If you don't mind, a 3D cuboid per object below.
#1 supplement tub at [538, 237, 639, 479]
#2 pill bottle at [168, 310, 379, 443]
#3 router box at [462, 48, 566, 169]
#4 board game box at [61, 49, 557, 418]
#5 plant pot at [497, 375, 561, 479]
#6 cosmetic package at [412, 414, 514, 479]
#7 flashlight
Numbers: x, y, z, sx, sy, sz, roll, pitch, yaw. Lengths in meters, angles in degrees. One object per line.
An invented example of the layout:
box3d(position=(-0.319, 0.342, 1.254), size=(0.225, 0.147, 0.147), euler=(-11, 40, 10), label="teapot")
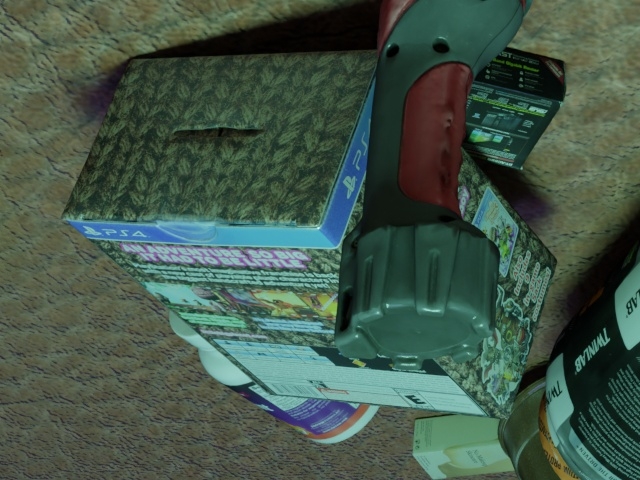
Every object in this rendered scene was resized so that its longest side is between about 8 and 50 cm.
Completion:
box3d(position=(0.299, 0.091, 1.461), size=(0.193, 0.193, 0.316), euler=(14, 146, -11), label="supplement tub")
box3d(position=(-0.038, 0.091, 1.599), size=(0.108, 0.108, 0.193), euler=(-19, 139, 35), label="pill bottle")
box3d(position=(0.105, -0.102, 1.336), size=(0.122, 0.038, 0.092), euler=(13, 147, -10), label="router box")
box3d(position=(0.000, 0.000, 1.371), size=(0.232, 0.141, 0.291), euler=(2, 151, 36), label="board game box")
box3d(position=(0.259, 0.225, 1.668), size=(0.167, 0.165, 0.167), euler=(-6, 138, -6), label="plant pot")
box3d(position=(0.153, 0.197, 1.794), size=(0.115, 0.041, 0.060), euler=(-10, 144, 24), label="cosmetic package")
box3d(position=(0.079, -0.071, 1.143), size=(0.103, 0.304, 0.103), euler=(15, 146, -15), label="flashlight")
